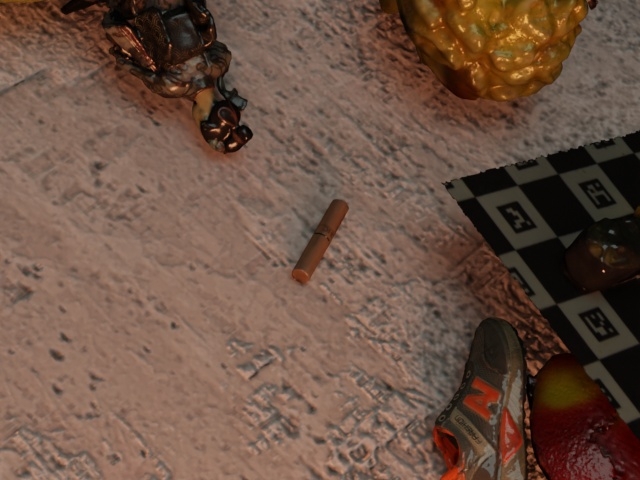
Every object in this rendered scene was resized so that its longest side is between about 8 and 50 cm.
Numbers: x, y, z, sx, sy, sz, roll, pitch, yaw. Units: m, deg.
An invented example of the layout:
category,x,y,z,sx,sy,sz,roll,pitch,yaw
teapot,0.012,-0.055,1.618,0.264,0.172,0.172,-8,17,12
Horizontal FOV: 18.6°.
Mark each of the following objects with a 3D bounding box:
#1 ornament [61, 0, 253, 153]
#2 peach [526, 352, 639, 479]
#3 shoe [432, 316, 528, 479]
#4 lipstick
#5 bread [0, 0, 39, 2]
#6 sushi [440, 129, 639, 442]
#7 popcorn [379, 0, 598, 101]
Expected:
category,x,y,z,sx,sy,sz,roll,pitch,yaw
ornament,-0.126,-0.169,1.839,0.166,0.153,0.196,-22,91,-28
peach,0.290,0.208,1.702,0.279,0.068,0.189,49,45,6
shoe,0.137,0.150,1.715,0.077,0.074,0.194,6,58,-8
lipstick,0.000,0.000,1.798,0.019,0.019,0.094,28,54,1
bread,-0.298,-0.374,1.823,0.321,0.237,0.320,16,39,-13
sushi,0.339,0.026,1.802,0.359,0.064,0.343,-16,62,-43
popcorn,0.156,-0.240,1.897,0.169,0.189,0.218,-32,112,-1
